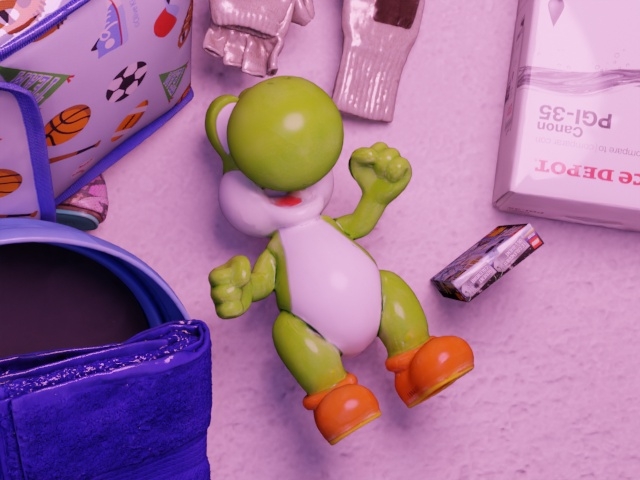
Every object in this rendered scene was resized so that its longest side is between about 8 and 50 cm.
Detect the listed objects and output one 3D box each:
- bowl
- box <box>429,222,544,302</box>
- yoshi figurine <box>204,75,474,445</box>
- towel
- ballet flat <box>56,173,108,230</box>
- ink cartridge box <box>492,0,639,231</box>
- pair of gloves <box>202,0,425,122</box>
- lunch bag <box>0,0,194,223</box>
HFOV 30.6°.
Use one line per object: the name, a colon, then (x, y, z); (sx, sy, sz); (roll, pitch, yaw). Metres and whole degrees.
bowl: (-0.297, 0.157, 1.065); (0.391, 0.077, 0.391); (-15, 122, -25)
box: (0.162, 0.022, 1.158); (0.094, 0.137, 0.027); (-38, 92, -3)
yoshi figurine: (-0.004, -0.005, 1.101); (0.203, 0.203, 0.362); (-35, 75, 29)
towel: (-0.200, 0.232, 1.067); (0.227, 0.076, 0.308); (-11, 121, -25)
ballet flat: (-0.328, -0.049, 1.193); (0.221, 0.077, 0.079); (-1, 66, -5)
ink cartridge box: (0.300, -0.161, 1.185); (0.207, 0.117, 0.283); (8, 84, 0)
pair of gloves: (0.001, -0.246, 1.183); (0.240, 0.042, 0.204); (20, 82, -24)
lunch bag: (-0.293, -0.152, 1.028); (0.239, 0.328, 0.385); (44, 66, 12)
